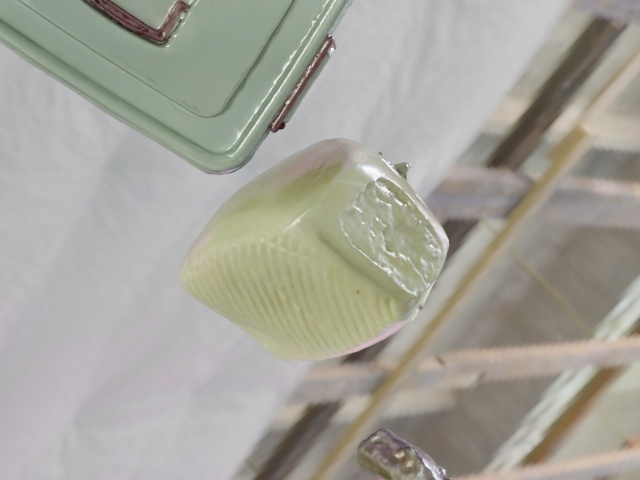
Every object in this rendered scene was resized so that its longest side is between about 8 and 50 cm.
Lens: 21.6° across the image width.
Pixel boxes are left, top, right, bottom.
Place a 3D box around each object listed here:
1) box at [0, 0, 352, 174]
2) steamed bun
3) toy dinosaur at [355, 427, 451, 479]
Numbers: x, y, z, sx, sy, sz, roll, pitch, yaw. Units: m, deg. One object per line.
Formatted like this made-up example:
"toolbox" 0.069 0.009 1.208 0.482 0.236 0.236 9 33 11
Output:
"box" -0.131 -0.200 1.262 0.193 0.294 0.167 -56 6 7
"steamed bun" 0.000 0.000 1.406 0.238 0.170 0.152 -22 32 57
"toy dinosaur" 0.108 0.174 0.806 0.072 0.251 0.200 30 -115 -41
